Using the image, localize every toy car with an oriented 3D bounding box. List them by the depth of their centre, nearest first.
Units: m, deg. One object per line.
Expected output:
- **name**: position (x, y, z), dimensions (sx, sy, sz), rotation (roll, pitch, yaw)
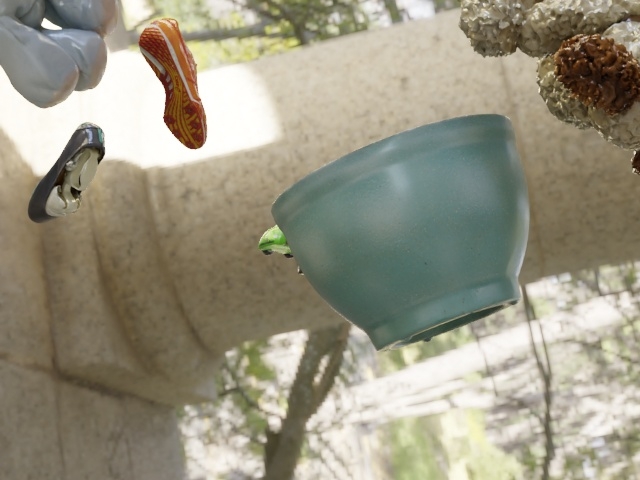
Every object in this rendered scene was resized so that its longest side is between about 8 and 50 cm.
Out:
- **toy car**: position (0.000, 0.000, 1.614), dimensions (0.225, 0.239, 0.053), rotation (10, 70, -45)

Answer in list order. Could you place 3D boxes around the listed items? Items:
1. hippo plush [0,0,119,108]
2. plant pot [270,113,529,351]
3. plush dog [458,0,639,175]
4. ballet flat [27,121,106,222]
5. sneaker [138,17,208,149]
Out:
- **hippo plush**: position (-0.425, -0.267, 1.356), dimensions (0.294, 0.236, 0.235), rotation (-26, 103, -52)
- **plant pot**: position (0.112, 0.009, 1.205), dimensions (0.293, 0.293, 0.196), rotation (39, 31, -78)
- **plush dog**: position (0.294, -0.183, 1.065), dimensions (0.262, 0.210, 0.225), rotation (27, 37, -45)
- **ballet flat**: position (-0.387, -0.088, 1.635), dimensions (0.074, 0.203, 0.074), rotation (30, 24, -15)
- **sneaker**: position (-0.174, -0.200, 1.361), dimensions (0.067, 0.064, 0.175), rotation (-49, 133, -51)
